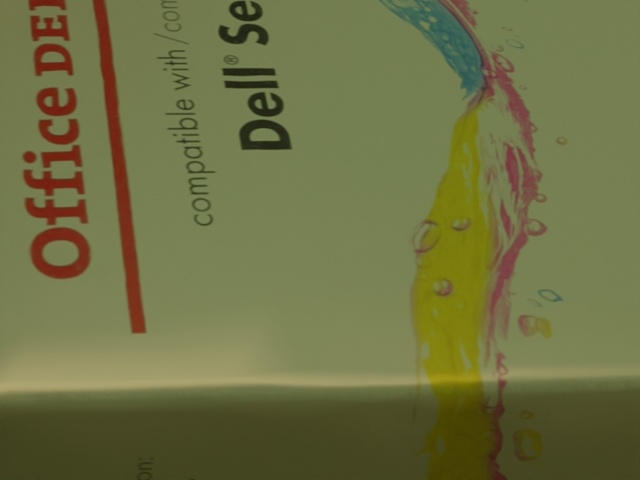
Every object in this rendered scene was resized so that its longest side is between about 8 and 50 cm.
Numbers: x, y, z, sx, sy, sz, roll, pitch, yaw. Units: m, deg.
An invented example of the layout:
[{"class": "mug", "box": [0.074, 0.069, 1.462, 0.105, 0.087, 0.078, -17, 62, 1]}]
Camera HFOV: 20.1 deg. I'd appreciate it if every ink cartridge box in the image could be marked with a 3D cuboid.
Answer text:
[{"class": "ink cartridge box", "box": [0.000, 0.000, 0.510, 0.354, 0.119, 0.207, -2, 46, -12]}]
